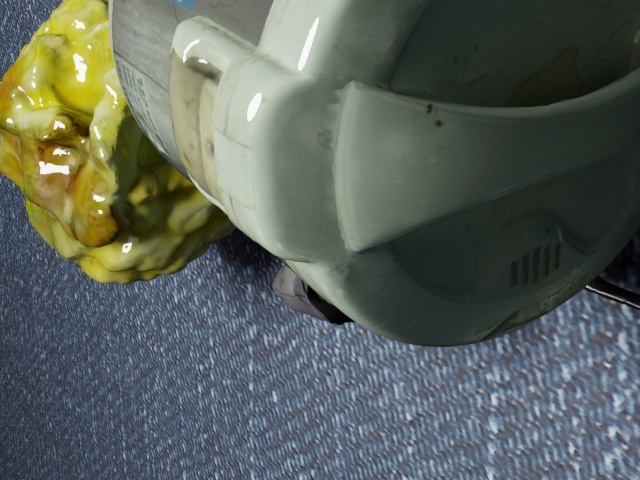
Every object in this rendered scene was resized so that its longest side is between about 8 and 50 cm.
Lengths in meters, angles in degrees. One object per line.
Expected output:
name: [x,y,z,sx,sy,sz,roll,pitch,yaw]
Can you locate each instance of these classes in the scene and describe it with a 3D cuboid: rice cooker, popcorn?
rice cooker: [0.045,-0.104,0.594,0.277,0.288,0.289,40,134,49]
popcorn: [-0.167,-0.106,0.985,0.293,0.237,0.293,35,135,45]

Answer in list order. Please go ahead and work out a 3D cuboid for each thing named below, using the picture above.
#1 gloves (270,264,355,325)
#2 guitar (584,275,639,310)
gloves: [0.009,0.006,0.842,0.142,0.119,0.285,-60,21,9]
guitar: [0.160,0.017,0.673,0.233,0.088,0.025,23,123,42]
